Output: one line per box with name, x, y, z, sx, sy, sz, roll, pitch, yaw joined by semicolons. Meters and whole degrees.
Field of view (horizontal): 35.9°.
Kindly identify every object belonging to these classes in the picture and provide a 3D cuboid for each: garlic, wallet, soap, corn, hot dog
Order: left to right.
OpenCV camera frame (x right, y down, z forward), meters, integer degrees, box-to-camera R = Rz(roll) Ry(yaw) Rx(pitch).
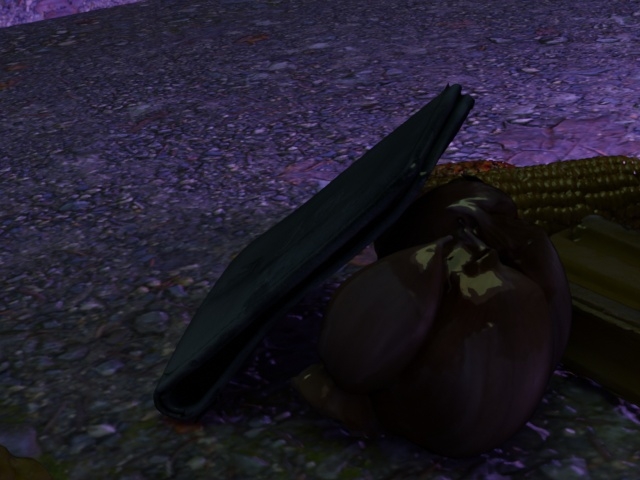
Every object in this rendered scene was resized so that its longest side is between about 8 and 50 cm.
wallet;0.001;0.001;0.795;0.290;0.054;0.251;-39;10;26
hot dog;0.136;-0.050;1.048;0.192;0.053;0.099;-5;21;-5
garlic;0.102;0.051;0.716;0.160;0.191;0.214;46;35;5
corn;0.192;-0.025;0.923;0.293;0.106;0.106;-12;25;-12
soap;0.247;0.058;0.760;0.135;0.076;0.233;-18;27;-27

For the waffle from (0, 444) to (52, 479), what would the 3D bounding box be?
waffle;-0.316;0.195;0.506;0.324;0.151;0.261;2;22;20
